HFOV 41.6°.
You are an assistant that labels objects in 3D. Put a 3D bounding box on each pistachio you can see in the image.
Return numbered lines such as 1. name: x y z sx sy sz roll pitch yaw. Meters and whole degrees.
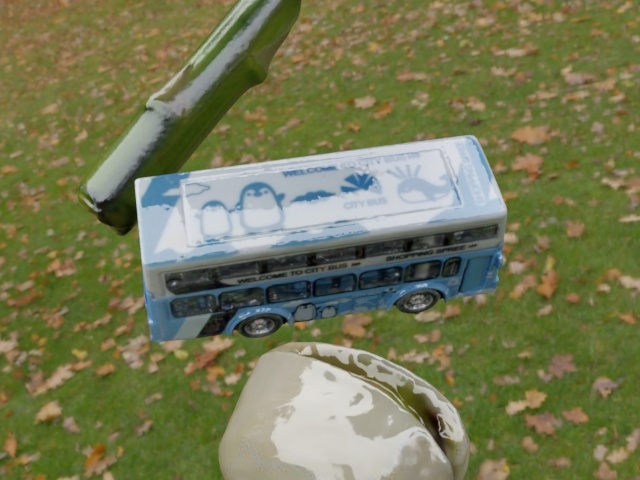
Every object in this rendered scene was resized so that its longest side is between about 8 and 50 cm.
1. pistachio: 0.025 0.216 0.881 0.207 0.226 0.331 -17 9 -37

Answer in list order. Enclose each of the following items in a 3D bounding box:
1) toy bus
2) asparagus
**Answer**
1. toy bus: 0.000 0.000 0.692 0.297 0.131 0.106 -9 55 -7
2. asparagus: -0.110 -0.124 0.744 0.278 0.067 0.060 -52 27 -15
